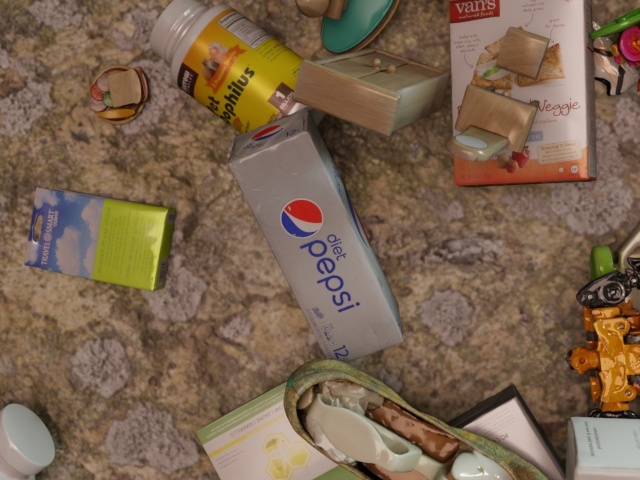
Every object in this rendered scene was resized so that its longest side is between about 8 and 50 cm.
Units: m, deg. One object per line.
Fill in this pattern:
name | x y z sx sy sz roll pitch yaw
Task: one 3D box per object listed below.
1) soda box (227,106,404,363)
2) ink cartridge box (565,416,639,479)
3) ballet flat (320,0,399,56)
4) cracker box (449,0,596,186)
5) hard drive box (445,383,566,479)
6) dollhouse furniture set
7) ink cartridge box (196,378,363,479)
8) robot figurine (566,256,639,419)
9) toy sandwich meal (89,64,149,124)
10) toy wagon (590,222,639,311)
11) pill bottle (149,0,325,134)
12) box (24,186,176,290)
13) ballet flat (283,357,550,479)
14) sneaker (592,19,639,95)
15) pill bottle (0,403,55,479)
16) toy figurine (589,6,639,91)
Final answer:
soda box | 0.000 0.000 1.071 0.098 0.091 0.286 -22 113 10
ink cartridge box | 0.401 0.303 0.921 0.306 0.131 0.226 0 103 10
ballet flat | 0.078 -0.323 1.111 0.080 0.073 0.232 36 117 7
cracker box | 0.234 -0.181 1.079 0.155 0.067 0.232 -2 90 25
hard drive box | 0.214 0.319 1.100 0.181 0.089 0.232 -31 86 9
dollhouse furniture set | 0.112 -0.297 0.950 0.303 0.174 0.356 24 116 20
ink cartridge box | -0.023 0.298 1.157 0.171 0.056 0.235 -30 85 8
robot figurine | 0.411 0.116 0.997 0.290 0.085 0.211 -5 91 9
toy sandwich meal | -0.261 -0.189 1.194 0.085 0.029 0.086 0 91 9
toy wagon | 0.456 0.122 1.067 0.267 0.068 0.345 -4 91 10
pill bottle | -0.097 -0.202 1.123 0.215 0.117 0.117 36 97 7
box | -0.282 -0.003 1.196 0.178 0.042 0.109 10 92 9
ballet flat | 0.108 0.244 1.013 0.348 0.123 0.123 30 96 10
sneaker | 0.327 -0.217 1.093 0.043 0.040 0.109 -39 85 11
pill bottle | -0.469 0.317 1.183 0.264 0.146 0.146 -35 86 8
toy figurine | 0.402 -0.191 1.039 0.173 0.130 0.159 -27 98 -19
